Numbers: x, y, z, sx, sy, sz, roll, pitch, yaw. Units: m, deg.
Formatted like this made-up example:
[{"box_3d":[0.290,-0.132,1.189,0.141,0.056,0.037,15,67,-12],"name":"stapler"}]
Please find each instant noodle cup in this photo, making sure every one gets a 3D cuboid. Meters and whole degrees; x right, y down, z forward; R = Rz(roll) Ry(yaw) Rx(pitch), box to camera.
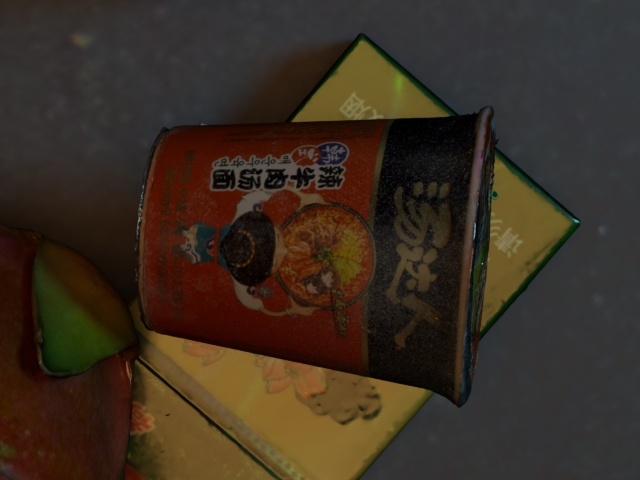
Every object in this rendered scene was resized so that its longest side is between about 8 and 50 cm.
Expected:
[{"box_3d":[0.000,0.000,0.771,0.135,0.127,0.127,5,93,7],"name":"instant noodle cup"}]

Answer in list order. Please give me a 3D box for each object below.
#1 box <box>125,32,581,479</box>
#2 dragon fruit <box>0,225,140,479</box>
[{"box_3d":[-0.009,0.038,0.843,0.132,0.034,0.235,41,92,-2],"name":"box"},{"box_3d":[-0.221,0.107,0.750,0.290,0.189,0.291,0,91,11],"name":"dragon fruit"}]
